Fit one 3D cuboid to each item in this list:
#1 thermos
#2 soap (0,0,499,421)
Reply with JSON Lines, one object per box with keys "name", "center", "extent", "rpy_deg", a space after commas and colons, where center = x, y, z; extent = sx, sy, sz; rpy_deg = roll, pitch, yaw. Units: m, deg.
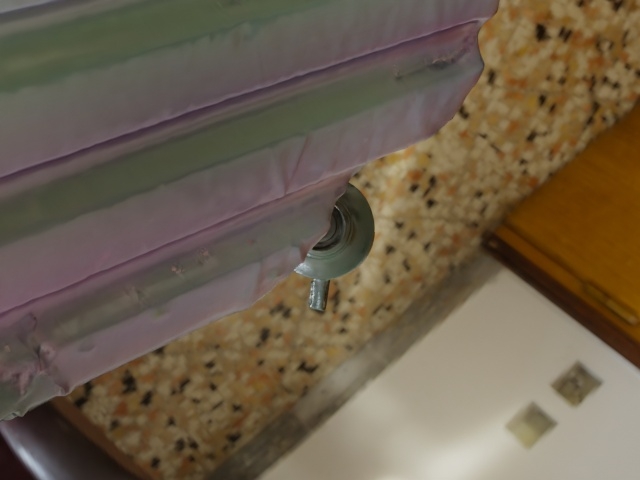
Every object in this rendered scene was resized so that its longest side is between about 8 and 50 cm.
{"name": "thermos", "center": [-0.001, -0.005, 0.833], "extent": [0.083, 0.073, 0.187], "rpy_deg": [-51, 178, 1]}
{"name": "soap", "center": [-0.076, -0.058, 0.429], "extent": [0.323, 0.109, 0.193], "rpy_deg": [-24, 137, -37]}
